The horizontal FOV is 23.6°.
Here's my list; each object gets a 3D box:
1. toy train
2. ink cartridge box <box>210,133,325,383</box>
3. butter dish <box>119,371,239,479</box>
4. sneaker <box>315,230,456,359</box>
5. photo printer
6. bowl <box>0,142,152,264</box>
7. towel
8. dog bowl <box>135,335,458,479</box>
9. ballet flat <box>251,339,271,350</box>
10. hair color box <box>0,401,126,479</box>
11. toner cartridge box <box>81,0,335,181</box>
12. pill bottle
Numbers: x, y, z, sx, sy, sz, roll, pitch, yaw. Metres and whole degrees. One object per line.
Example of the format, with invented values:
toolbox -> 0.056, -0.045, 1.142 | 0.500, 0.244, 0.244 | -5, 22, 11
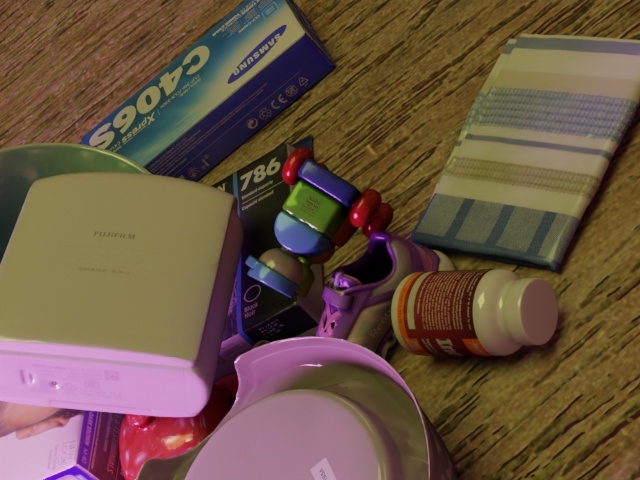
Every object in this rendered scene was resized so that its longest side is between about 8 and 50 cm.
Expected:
toy train -> 0.000, 0.000, 1.643 | 0.105, 0.248, 0.143 | 33, 89, 13
ink cartridge box -> -0.083, 0.002, 1.808 | 0.165, 0.065, 0.332 | -29, 39, 22
butter dish -> -0.161, 0.209, 1.642 | 0.160, 0.118, 0.160 | -33, 40, 16
sneaker -> 0.032, 0.083, 1.588 | 0.236, 0.104, 0.095 | -51, 39, -5
photo printer -> -0.221, 0.043, 1.663 | 0.256, 0.107, 0.307 | 5, 43, 5
bowl -> -0.333, 0.035, 1.870 | 0.312, 0.163, 0.311 | 2, 42, -2
towel -> 0.229, -0.100, 1.629 | 0.209, 0.034, 0.285 | 10, 65, 45
dog bowl -> -0.023, 0.267, 1.435 | 0.349, 0.102, 0.348 | -19, 54, 28
ballet flat -> -0.061, 0.172, 1.625 | 0.168, 0.057, 0.052 | -103, 32, -48
hair color box -> -0.369, 0.264, 1.801 | 0.339, 0.110, 0.185 | -24, 41, 24
toner cartridge box -> -0.155, -0.181, 2.034 | 0.348, 0.075, 0.165 | -39, 39, 9
pill bottle -> 0.151, 0.071, 1.499 | 0.152, 0.086, 0.086 | -4, 54, 42
